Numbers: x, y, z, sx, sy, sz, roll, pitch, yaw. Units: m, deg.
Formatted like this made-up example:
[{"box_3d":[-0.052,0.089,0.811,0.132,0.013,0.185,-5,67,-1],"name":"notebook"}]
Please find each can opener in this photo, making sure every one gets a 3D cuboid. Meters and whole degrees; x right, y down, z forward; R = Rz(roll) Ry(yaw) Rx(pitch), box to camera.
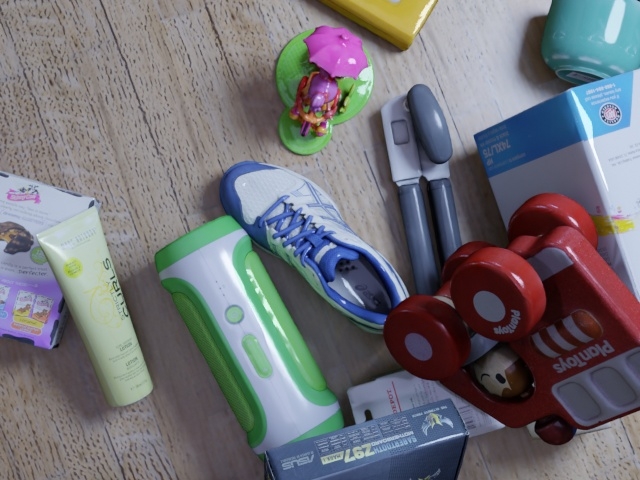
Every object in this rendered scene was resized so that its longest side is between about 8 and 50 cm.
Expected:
[{"box_3d":[0.137,-0.054,1.357,0.076,0.095,0.283,-10,87,-3],"name":"can opener"}]

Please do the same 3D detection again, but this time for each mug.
[{"box_3d":[0.357,-0.248,1.354,0.158,0.129,0.097,14,87,41],"name":"mug"}]

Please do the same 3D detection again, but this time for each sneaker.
[{"box_3d":[0.000,0.000,1.330,0.296,0.131,0.112,38,87,1],"name":"sneaker"}]

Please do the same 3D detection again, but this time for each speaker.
[{"box_3d":[-0.088,0.123,1.318,0.131,0.131,0.296,-29,89,-5],"name":"speaker"}]

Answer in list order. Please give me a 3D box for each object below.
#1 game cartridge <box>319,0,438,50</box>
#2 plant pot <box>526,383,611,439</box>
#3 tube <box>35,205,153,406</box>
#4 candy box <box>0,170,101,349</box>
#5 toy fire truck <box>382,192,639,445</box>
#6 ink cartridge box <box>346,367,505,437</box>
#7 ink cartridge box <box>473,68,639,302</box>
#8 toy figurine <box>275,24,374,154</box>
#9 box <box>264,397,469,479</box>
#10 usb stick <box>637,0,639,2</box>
[{"box_3d":[0.046,-0.448,1.395,0.324,0.053,0.285,30,85,-3],"name":"game cartridge"},{"box_3d":[0.294,0.194,1.354,0.096,0.109,0.109,-23,89,8],"name":"plant pot"},{"box_3d":[-0.270,0.085,1.306,0.062,0.070,0.240,-16,105,2],"name":"tube"},{"box_3d":[-0.382,0.020,1.334,0.165,0.070,0.196,16,87,-2],"name":"candy box"},{"box_3d":[0.236,0.114,1.207,0.254,0.302,0.169,51,48,1],"name":"toy fire truck"},{"box_3d":[0.130,0.209,1.359,0.181,0.061,0.104,-15,87,-5],"name":"ink cartridge box"},{"box_3d":[0.353,-0.048,1.293,0.198,0.197,0.270,-18,88,-28],"name":"ink cartridge box"},{"box_3d":[0.002,-0.198,1.325,0.130,0.159,0.173,22,86,-2],"name":"toy figurine"},{"box_3d":[0.049,0.284,1.263,0.233,0.183,0.059,-13,50,-16],"name":"box"},{"box_3d":[0.427,-0.349,1.416,0.278,0.045,0.077,21,87,-2],"name":"usb stick"}]
